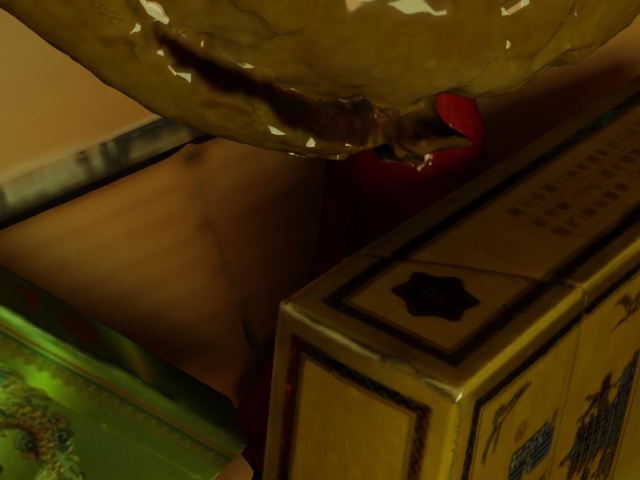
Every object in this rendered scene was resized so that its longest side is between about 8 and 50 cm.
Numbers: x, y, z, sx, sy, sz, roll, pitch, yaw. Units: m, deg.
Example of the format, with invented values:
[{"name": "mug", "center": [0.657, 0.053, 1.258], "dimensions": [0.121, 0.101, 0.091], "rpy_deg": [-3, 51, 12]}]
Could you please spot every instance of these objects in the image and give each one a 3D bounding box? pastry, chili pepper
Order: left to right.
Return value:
[{"name": "chili pepper", "center": [0.007, -0.004, 0.657], "dimensions": [0.137, 0.092, 0.368], "rpy_deg": [7, 104, -6]}, {"name": "pastry", "center": [0.006, -0.205, 0.478], "dimensions": [0.356, 0.164, 0.356], "rpy_deg": [-2, 98, -15]}]

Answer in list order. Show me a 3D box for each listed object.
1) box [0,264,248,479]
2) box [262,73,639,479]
[{"name": "box", "center": [-0.195, 0.150, 0.613], "dimensions": [0.173, 0.043, 0.311], "rpy_deg": [35, 104, -34]}, {"name": "box", "center": [0.096, 0.060, 0.630], "dimensions": [0.301, 0.084, 0.193], "rpy_deg": [-31, 136, -45]}]
